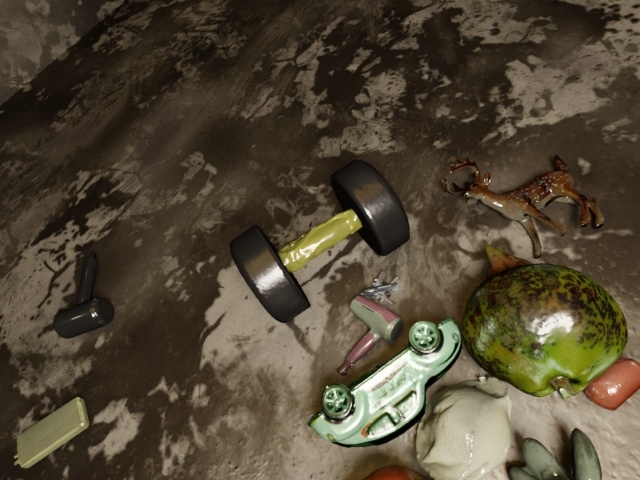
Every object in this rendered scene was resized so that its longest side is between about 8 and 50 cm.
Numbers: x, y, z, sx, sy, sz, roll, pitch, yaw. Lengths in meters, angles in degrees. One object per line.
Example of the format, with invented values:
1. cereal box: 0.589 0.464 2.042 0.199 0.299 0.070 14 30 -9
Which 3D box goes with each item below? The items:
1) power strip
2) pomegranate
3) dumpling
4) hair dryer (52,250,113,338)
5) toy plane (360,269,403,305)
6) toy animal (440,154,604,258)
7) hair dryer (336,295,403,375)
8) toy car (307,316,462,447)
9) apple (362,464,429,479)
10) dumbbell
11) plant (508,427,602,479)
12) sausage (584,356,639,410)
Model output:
1. power strip: -0.578 0.413 0.892 0.169 0.028 0.076 -33 57 -6
2. pomegranate: 0.343 0.129 0.695 0.222 0.276 0.203 9 99 -7
3. dumpling: 0.218 0.296 0.665 0.181 0.155 0.111 -8 86 -30
4. hair dryer: -0.578 0.121 1.054 0.114 0.070 0.248 -19 48 7
5. toy plane: 0.124 0.101 0.853 0.083 0.031 0.078 -17 57 5
6. toy animal: 0.409 -0.089 0.861 0.244 0.087 0.259 -19 54 -10
7. hair dryer: 0.079 0.192 0.807 0.106 0.054 0.154 26 75 33
8. toy car: 0.126 0.252 0.705 0.306 0.136 0.125 -33 65 -5
9. apple: 0.124 0.443 0.533 0.242 0.242 0.241 16 68 25
10. dumbbell: 0.000 0.000 0.849 0.323 0.203 0.203 -33 56 -3
11. plant: 0.347 0.388 0.526 0.147 0.149 0.274 -32 33 10
12. sausage: 0.466 0.222 0.658 0.094 0.059 0.054 -39 51 -4
